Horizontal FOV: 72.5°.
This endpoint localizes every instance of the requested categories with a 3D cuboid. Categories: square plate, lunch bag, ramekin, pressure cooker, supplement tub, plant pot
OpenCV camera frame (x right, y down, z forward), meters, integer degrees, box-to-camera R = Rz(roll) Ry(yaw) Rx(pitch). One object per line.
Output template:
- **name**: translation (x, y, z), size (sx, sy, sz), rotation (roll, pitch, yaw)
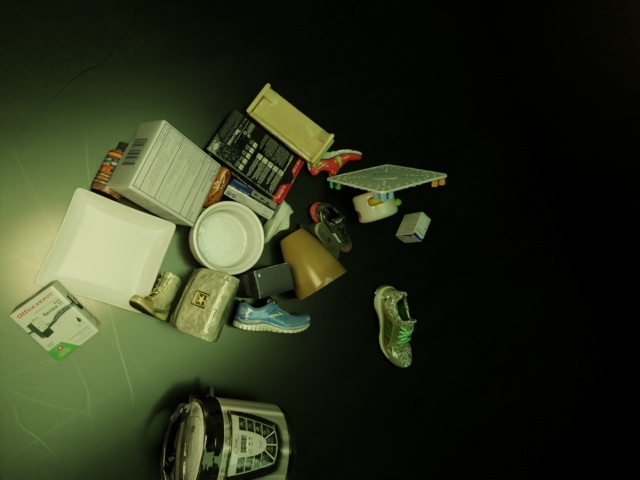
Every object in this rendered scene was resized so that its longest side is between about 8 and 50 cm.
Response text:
- **square plate**: translation (-0.732, 0.040, 1.520), size (0.347, 0.049, 0.343), rotation (23, 76, -26)
- **lunch bag**: translation (-0.406, 0.227, 1.559), size (0.169, 0.287, 0.235), rotation (29, 72, -25)
- **ramekin**: translation (-0.370, -0.005, 1.687), size (0.277, 0.135, 0.277), rotation (3, 84, -31)
- **pressure cooker**: translation (-0.339, 0.738, 1.502), size (0.421, 0.370, 0.375), rotation (18, 93, -27)
- **supplement tub**: translation (-0.714, -0.245, 1.530), size (0.106, 0.106, 0.197), rotation (27, 72, -26)
- **plant pot**: translation (-0.054, 0.085, 1.838), size (0.237, 0.237, 0.254), rotation (-29, 84, -30)

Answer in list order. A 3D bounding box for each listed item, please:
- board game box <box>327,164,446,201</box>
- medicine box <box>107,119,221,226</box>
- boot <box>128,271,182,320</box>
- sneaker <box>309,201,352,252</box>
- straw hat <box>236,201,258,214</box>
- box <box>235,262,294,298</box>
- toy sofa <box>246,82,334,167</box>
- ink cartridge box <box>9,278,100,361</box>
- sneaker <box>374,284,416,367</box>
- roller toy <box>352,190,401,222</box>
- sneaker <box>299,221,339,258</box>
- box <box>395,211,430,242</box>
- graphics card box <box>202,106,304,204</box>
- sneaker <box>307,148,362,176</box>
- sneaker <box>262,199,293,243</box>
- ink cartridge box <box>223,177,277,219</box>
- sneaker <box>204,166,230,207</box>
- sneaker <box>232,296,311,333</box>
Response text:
- **board game box**: translation (0.295, -0.269, 1.977), size (0.390, 0.390, 0.050), rotation (-18, 114, -31)
- **medicine box**: translation (-0.542, -0.230, 1.549), size (0.289, 0.149, 0.263), rotation (40, 64, -49)
- **boot**: translation (-0.572, 0.182, 1.533), size (0.077, 0.213, 0.165), rotation (17, 70, 15)
- **sneaker**: translation (0.067, -0.058, 1.956), size (0.098, 0.135, 0.276), rotation (-43, 108, -29)
- **straw hat**: translation (-0.299, -0.124, 1.785), size (0.145, 0.144, 0.061), rotation (22, 115, -27)
- **box**: translation (-0.224, 0.159, 1.718), size (0.153, 0.207, 0.108), rotation (-13, 92, -31)
- **toy sofa**: translation (-0.127, -0.477, 1.847), size (0.363, 0.177, 0.150), rotation (37, 90, -6)
- **ink cartridge box**: translation (-0.839, 0.253, 1.390), size (0.153, 0.087, 0.208), rotation (-40, 111, -13)
- **sneaker**: translation (0.375, 0.413, 2.061), size (0.158, 0.182, 0.410), rotation (-17, 94, -31)
- **roller toy**: translation (0.252, -0.173, 2.041), size (0.209, 0.191, 0.146), rotation (-24, 97, -48)
- **sneaker**: translation (0.000, 0.000, 1.939), size (0.083, 0.118, 0.222), rotation (-50, 130, -29)
- **box**: translation (0.467, -0.064, 2.196), size (0.072, 0.126, 0.137), rotation (36, 69, -24)
- **graphics card box**: translation (-0.273, -0.341, 1.807), size (0.371, 0.094, 0.232), rotation (36, 69, -24)
- **sneaker**: translation (0.065, -0.356, 2.018), size (0.279, 0.107, 0.118), rotation (-14, 103, -23)
- **sneaker**: translation (-0.178, -0.064, 1.850), size (0.094, 0.080, 0.212), rotation (42, 64, -33)
- **ink cartridge box**: translation (-0.278, -0.167, 1.758), size (0.207, 0.097, 0.046), rotation (30, 112, -11)
- **sneaker**: translation (-0.419, -0.211, 1.730), size (0.175, 0.067, 0.064), rotation (-62, 156, -4)
- **sneaker**: translation (-0.184, 0.298, 1.775), size (0.330, 0.130, 0.147), rotation (10, 82, -29)
